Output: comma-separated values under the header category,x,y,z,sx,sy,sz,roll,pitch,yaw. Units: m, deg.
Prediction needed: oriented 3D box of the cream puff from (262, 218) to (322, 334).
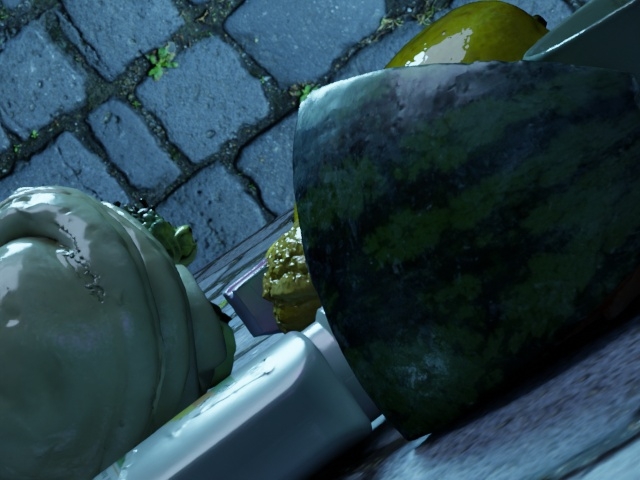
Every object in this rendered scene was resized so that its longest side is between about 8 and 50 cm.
category,x,y,z,sx,sy,sz,roll,pitch,yaw
cream puff,0.010,0.027,2.027,0.189,0.129,0.189,-36,9,6

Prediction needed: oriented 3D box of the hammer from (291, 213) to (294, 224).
category,x,y,z,sx,sy,sz,roll,pitch,yaw
hammer,0.129,-0.071,2.389,0.365,0.111,0.043,-31,5,-21

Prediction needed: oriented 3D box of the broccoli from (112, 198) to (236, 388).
category,x,y,z,sx,sy,sz,roll,pitch,yaw
broccoli,-0.256,0.125,2.102,0.324,0.334,0.272,-12,-23,15

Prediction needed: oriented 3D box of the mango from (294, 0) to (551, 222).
category,x,y,z,sx,sy,sz,roll,pitch,yaw
mango,0.134,-0.121,2.153,0.445,0.220,0.301,-43,7,29

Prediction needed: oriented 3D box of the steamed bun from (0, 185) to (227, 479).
category,x,y,z,sx,sy,sz,roll,pitch,yaw
steamed bun,-0.218,0.122,1.689,0.339,0.247,0.352,-91,6,-50

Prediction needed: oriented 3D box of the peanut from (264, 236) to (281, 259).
category,x,y,z,sx,sy,sz,roll,pitch,yaw
peanut,0.000,0.000,2.555,0.206,0.087,0.087,-40,6,-21

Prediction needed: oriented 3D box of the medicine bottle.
category,x,y,z,sx,sy,sz,roll,pitch,yaw
medicine bottle,-0.054,0.159,1.357,0.296,0.111,0.161,-35,5,-6

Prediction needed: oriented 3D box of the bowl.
category,x,y,z,sx,sy,sz,roll,pitch,yaw
bowl,0.366,-0.208,1.744,0.289,0.146,0.289,-33,6,4

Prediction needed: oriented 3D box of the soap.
category,x,y,z,sx,sy,sz,roll,pitch,yaw
soap,-0.036,0.062,2.151,0.149,0.100,0.056,-37,8,-23

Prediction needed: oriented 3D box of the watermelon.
category,x,y,z,sx,sy,sz,roll,pitch,yaw
watermelon,0.136,-0.048,1.272,0.283,0.250,0.292,-27,11,27
